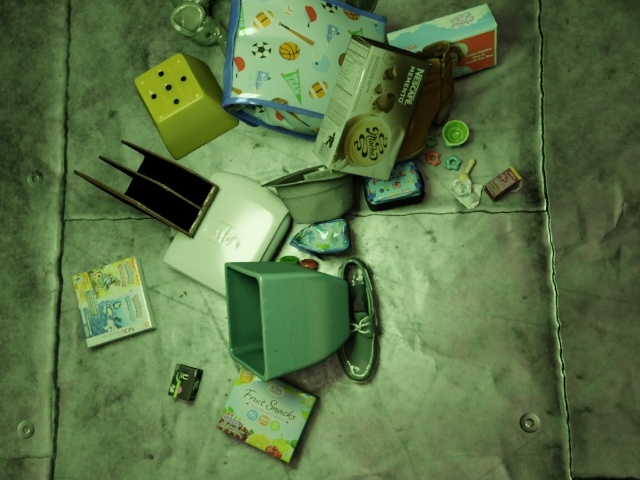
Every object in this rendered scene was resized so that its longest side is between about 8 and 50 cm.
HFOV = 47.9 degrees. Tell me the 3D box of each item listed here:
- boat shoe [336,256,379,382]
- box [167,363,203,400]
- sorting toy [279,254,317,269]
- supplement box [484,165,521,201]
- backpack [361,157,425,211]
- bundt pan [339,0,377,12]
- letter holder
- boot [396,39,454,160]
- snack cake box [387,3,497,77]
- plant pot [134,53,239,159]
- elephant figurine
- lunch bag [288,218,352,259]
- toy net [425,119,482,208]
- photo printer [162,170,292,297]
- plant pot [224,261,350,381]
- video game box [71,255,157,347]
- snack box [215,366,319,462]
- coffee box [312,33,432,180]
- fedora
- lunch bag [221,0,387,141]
[{"bbox_3d":[0.085,0.197,1.811,0.116,0.099,0.319,-2,80,7],"label":"boat shoe"},{"bbox_3d":[-0.350,0.368,1.868,0.062,0.052,0.083,13,81,11],"label":"box"},{"bbox_3d":[-0.060,0.072,1.884,0.102,0.061,0.042,8,116,16],"label":"sorting toy"},{"bbox_3d":[0.465,-0.144,1.840,0.083,0.055,0.043,-35,76,0],"label":"supplement box"},{"bbox_3d":[0.180,-0.177,1.857,0.158,0.117,0.173,-10,76,5],"label":"backpack"},{"bbox_3d":[0.015,-0.750,1.976,0.331,0.124,0.330,-2,79,8],"label":"bundt pan"},{"bbox_3d":[-0.453,-0.157,1.839,0.302,0.214,0.152,24,84,36],"label":"letter holder"},{"bbox_3d":[0.241,-0.343,1.777,0.109,0.220,0.283,34,60,31],"label":"boot"},{"bbox_3d":[0.316,-0.494,1.864,0.265,0.152,0.089,-16,60,5],"label":"snack cake box"},{"bbox_3d":[-0.375,-0.376,1.933,0.212,0.187,0.212,-30,78,1],"label":"plant pot"},{"bbox_3d":[-0.342,-0.617,1.997,0.186,0.169,0.239,7,98,38],"label":"elephant figurine"},{"bbox_3d":[0.000,0.000,1.841,0.151,0.129,0.096,-6,84,5],"label":"lunch bag"},{"bbox_3d":[0.346,-0.191,1.870,0.122,0.045,0.232,-16,79,5],"label":"toy net"},{"bbox_3d":[-0.234,-0.017,1.890,0.256,0.107,0.307,29,85,12],"label":"photo printer"},{"bbox_3d":[-0.070,0.173,1.748,0.252,0.247,0.247,-6,98,-26],"label":"plant pot"},{"bbox_3d":[-0.554,0.166,1.936,0.187,0.048,0.205,-18,78,2],"label":"video game box"},{"bbox_3d":[-0.132,0.432,1.817,0.207,0.070,0.174,23,84,10],"label":"snack box"},{"bbox_3d":[0.117,-0.308,1.684,0.168,0.119,0.297,9,113,-28],"label":"coffee box"},{"bbox_3d":[-0.008,-0.115,1.820,0.244,0.275,0.124,-6,104,31],"label":"fedora"},{"bbox_3d":[-0.058,-0.439,1.813,0.386,0.239,0.327,9,79,-30],"label":"lunch bag"}]
